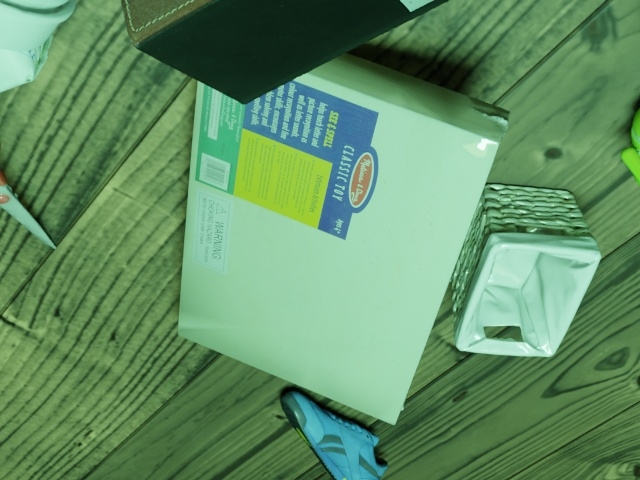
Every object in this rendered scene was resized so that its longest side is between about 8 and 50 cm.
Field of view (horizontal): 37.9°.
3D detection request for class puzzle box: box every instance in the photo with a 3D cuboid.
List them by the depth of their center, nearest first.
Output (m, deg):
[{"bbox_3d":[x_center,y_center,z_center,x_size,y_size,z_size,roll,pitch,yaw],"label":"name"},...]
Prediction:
[{"bbox_3d":[0.000,0.000,0.917,0.272,0.052,0.409,22,135,9],"label":"puzzle box"}]

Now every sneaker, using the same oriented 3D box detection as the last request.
[{"bbox_3d":[0.021,0.258,1.240,0.082,0.069,0.209,-39,121,-9],"label":"sneaker"}]

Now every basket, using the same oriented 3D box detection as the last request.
[{"bbox_3d":[0.207,0.031,0.980,0.113,0.103,0.167,5,135,-6],"label":"basket"}]

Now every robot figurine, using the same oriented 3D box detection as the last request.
[{"bbox_3d":[0.331,-0.090,0.886,0.101,0.067,0.115,-29,134,-11],"label":"robot figurine"}]

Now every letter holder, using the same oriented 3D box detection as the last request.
[{"bbox_3d":[0.004,-0.271,0.668,0.302,0.214,0.152,-23,162,22],"label":"letter holder"}]

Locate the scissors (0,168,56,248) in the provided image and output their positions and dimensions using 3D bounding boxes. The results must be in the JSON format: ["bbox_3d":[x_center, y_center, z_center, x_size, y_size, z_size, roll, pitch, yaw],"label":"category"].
[{"bbox_3d":[-0.301,-0.051,0.878,0.109,0.021,0.297,-18,153,16],"label":"scissors"}]

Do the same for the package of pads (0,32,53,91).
[{"bbox_3d":[-0.376,-0.226,0.722,0.229,0.101,0.296,-15,134,15],"label":"package of pads"}]

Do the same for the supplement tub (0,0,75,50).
[{"bbox_3d":[-0.153,-0.290,0.530,0.228,0.228,0.316,33,111,-29],"label":"supplement tub"}]
